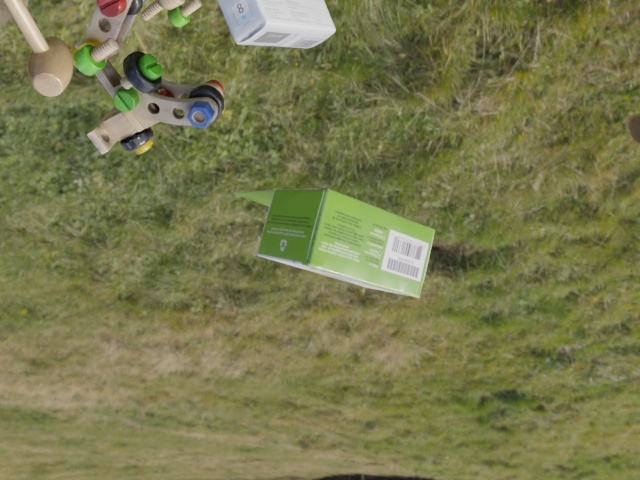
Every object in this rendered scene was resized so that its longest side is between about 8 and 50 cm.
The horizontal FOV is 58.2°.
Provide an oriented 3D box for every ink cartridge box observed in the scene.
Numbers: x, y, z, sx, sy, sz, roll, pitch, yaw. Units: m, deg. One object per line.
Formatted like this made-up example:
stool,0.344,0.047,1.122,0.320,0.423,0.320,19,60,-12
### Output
ink cartridge box,0.000,0.000,0.805,0.188,0.097,0.255,18,173,-33
ink cartridge box,-0.136,-0.589,1.174,0.091,0.308,0.385,-22,94,31

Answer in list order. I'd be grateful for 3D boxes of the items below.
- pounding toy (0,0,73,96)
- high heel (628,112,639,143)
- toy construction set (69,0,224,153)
pounding toy,-0.330,-0.243,0.491,0.269,0.154,0.155,32,117,-33
high heel,0.422,-0.110,0.540,0.117,0.244,0.082,-21,105,-6
toy construction set,-0.319,-0.289,0.946,0.237,0.309,0.257,-24,146,25
